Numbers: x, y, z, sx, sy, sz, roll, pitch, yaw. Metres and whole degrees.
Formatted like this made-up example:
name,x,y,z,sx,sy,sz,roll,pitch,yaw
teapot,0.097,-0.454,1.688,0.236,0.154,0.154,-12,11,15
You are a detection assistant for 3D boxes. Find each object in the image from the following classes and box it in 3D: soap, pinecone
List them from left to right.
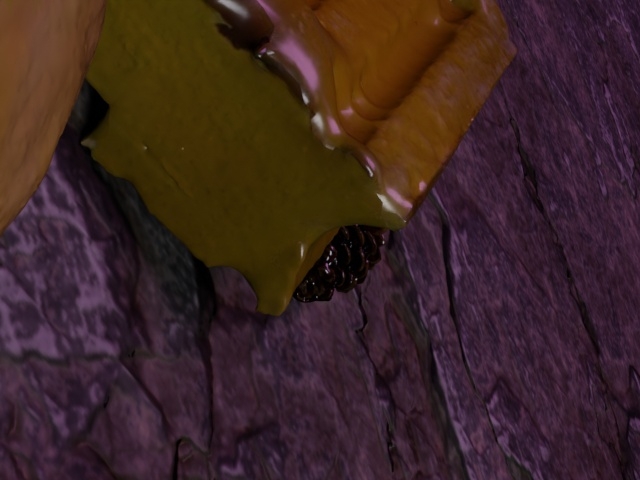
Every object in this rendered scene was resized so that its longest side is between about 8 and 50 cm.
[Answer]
name,x,y,z,sx,sy,sz,roll,pitch,yaw
soap,-0.027,-0.135,0.850,0.259,0.143,0.281,48,35,-6
pinecone,0.000,0.000,0.921,0.083,0.077,0.077,-24,93,-56

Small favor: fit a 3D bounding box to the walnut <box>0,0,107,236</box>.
name,x,y,z,sx,sy,sz,roll,pitch,yaw
walnut,-0.199,-0.111,0.348,0.306,0.306,0.344,46,27,-41
